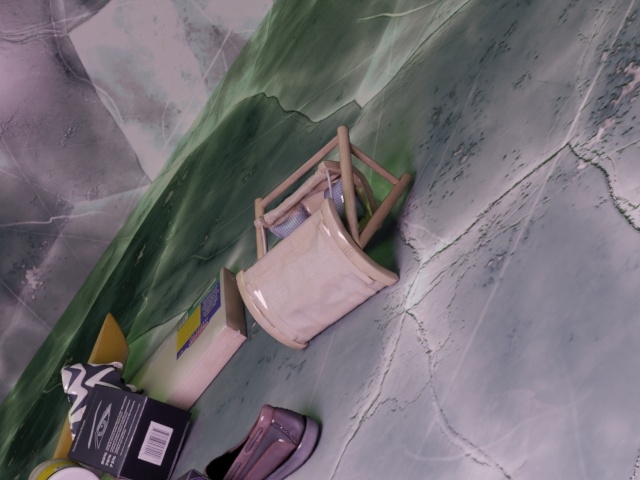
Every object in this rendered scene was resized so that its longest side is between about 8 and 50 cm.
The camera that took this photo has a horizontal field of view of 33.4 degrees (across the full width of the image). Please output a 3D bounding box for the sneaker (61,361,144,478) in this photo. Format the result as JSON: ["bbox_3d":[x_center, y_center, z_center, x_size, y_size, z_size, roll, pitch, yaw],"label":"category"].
[{"bbox_3d":[-0.420,0.349,2.130,0.094,0.153,0.235,95,161,-64],"label":"sneaker"}]

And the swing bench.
[{"bbox_3d":[0.000,0.000,1.725,0.253,0.165,0.254,-39,26,39],"label":"swing bench"}]

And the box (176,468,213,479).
[{"bbox_3d":[-0.214,0.469,1.512,0.270,0.143,0.165,-41,22,39],"label":"box"}]

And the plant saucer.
[{"bbox_3d":[-0.518,0.385,2.389,0.332,0.081,0.333,-86,19,-54],"label":"plant saucer"}]

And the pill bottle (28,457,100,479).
[{"bbox_3d":[-0.478,0.468,1.980,0.119,0.119,0.208,-62,19,-16],"label":"pill bottle"}]

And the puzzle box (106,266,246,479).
[{"bbox_3d":[-0.292,0.268,2.164,0.409,0.052,0.272,-50,19,15],"label":"puzzle box"}]

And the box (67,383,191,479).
[{"bbox_3d":[-0.356,0.361,1.980,0.207,0.108,0.153,3,69,51],"label":"box"}]

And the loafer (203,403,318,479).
[{"bbox_3d":[-0.126,0.336,1.588,0.302,0.095,0.109,-44,22,31],"label":"loafer"}]
